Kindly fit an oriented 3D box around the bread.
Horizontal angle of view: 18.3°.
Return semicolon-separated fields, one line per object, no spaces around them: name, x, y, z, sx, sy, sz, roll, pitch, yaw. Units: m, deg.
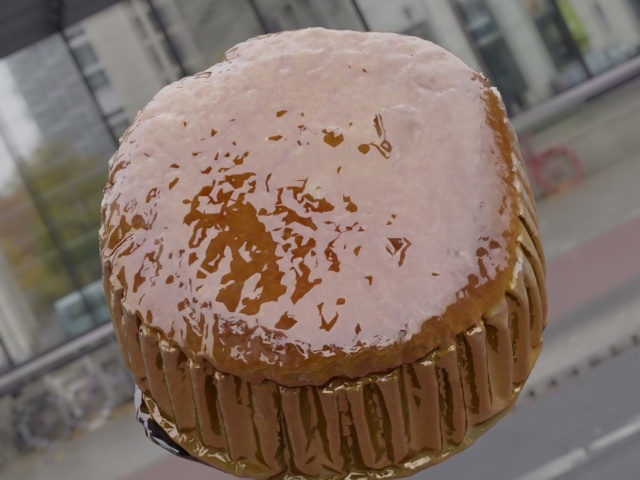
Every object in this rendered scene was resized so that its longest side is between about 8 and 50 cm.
bread;0.001;0.000;0.819;0.199;0.199;0.104;-27;-38;-16
